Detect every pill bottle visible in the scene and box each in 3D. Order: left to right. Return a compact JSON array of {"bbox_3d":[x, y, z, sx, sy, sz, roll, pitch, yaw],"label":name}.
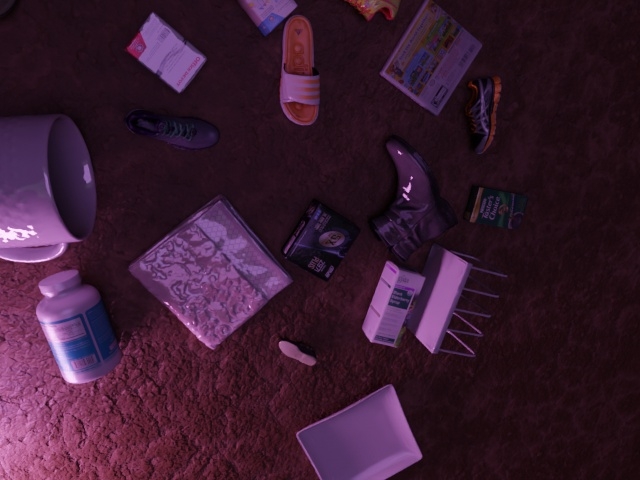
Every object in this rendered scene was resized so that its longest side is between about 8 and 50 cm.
[{"bbox_3d":[-0.610,0.211,1.197,0.146,0.146,0.264,-14,109,-10],"label":"pill bottle"}]

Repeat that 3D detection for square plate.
[{"bbox_3d":[0.134,0.672,1.582,0.347,0.049,0.344,-26,110,-6],"label":"square plate"}]

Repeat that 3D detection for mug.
[{"bbox_3d":[-0.693,-0.085,1.046,0.327,0.276,0.374,-6,138,-7],"label":"mug"}]

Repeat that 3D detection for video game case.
[{"bbox_3d":[0.301,-0.492,1.294,0.206,0.026,0.227,30,98,-21],"label":"video game case"}]

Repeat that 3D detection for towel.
[{"bbox_3d":[-0.287,0.093,1.299,0.317,0.053,0.332,-39,111,-1],"label":"towel"}]

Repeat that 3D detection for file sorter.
[{"bbox_3d":[0.406,0.179,1.433,0.173,0.193,0.278,13,102,-20],"label":"file sorter"}]

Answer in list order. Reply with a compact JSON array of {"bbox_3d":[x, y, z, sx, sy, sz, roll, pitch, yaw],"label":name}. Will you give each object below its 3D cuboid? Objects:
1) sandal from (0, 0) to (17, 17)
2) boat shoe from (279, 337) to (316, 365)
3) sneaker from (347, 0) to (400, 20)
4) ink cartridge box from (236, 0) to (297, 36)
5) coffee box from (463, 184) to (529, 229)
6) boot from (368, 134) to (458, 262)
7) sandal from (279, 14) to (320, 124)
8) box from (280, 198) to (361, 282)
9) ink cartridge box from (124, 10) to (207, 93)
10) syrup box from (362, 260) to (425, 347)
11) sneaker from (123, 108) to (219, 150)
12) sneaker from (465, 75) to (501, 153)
[{"bbox_3d":[-0.668,-0.612,0.969,0.120,0.086,0.303,18,101,-19],"label":"sandal"},{"bbox_3d":[-0.068,0.328,1.432,0.133,0.042,0.049,33,121,-20],"label":"boat shoe"},{"bbox_3d":[0.109,-0.598,1.182,0.208,0.081,0.094,1,108,-15],"label":"sneaker"},{"bbox_3d":[-0.140,-0.573,1.118,0.092,0.090,0.143,-43,112,1],"label":"ink cartridge box"},{"bbox_3d":[0.538,-0.099,1.464,0.184,0.040,0.113,9,104,-17],"label":"coffee box"},{"bbox_3d":[0.224,-0.106,1.345,0.222,0.118,0.338,-35,107,3],"label":"boot"},{"bbox_3d":[-0.052,-0.423,1.193,0.101,0.076,0.266,-7,108,-12],"label":"sandal"},{"bbox_3d":[0.000,0.000,1.332,0.147,0.077,0.180,31,96,-21],"label":"box"},{"bbox_3d":[-0.358,-0.434,1.116,0.150,0.063,0.109,38,94,-22],"label":"ink cartridge box"},{"bbox_3d":[0.217,0.189,1.436,0.093,0.096,0.237,16,103,-18],"label":"syrup box"},{"bbox_3d":[-0.355,-0.261,1.149,0.223,0.098,0.083,6,105,-16],"label":"sneaker"},{"bbox_3d":[0.450,-0.354,1.351,0.083,0.084,0.215,2,102,-2],"label":"sneaker"}]
